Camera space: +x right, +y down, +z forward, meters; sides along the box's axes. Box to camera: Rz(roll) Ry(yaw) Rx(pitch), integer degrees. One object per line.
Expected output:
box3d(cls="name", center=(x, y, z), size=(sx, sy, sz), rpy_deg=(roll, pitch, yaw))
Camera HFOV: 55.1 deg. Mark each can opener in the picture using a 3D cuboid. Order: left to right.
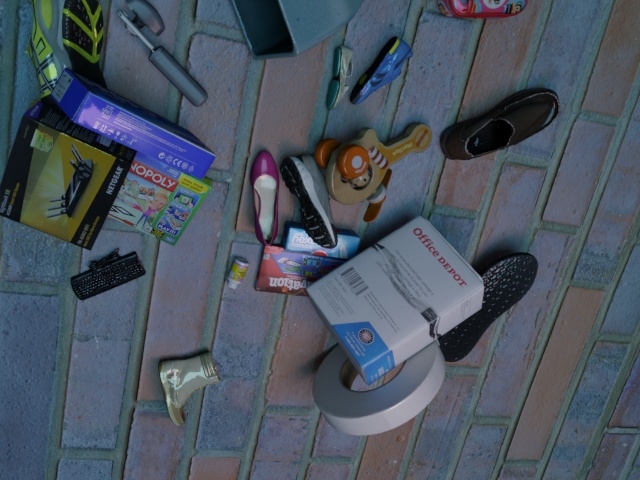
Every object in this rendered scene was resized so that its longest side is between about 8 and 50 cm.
box3d(cls="can opener", center=(-0.365, -0.453, 1.470), size=(0.095, 0.076, 0.283), rpy_deg=(-43, 115, 4))

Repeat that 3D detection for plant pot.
box3d(cls="plant pot", center=(-0.048, -0.586, 1.425), size=(0.252, 0.247, 0.247), rpy_deg=(-30, 115, -21))

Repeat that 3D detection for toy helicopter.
box3d(cls="toy helicopter", center=(0.169, -0.206, 1.663), size=(0.355, 0.140, 0.234), rpy_deg=(-31, 120, -22))

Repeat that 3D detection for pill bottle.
box3d(cls="pill bottle", center=(-0.234, 0.092, 1.721), size=(0.043, 0.043, 0.083), rpy_deg=(19, 104, -20))

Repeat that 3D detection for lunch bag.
box3d(cls="lunch bag", center=(0.401, -0.718, 1.559), size=(0.258, 0.120, 0.293), rpy_deg=(-4, 109, -9))

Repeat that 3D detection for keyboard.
box3d(cls="keyboard", center=(-0.574, 0.091, 1.635), size=(0.192, 0.038, 0.100), rpy_deg=(-24, 114, -6))

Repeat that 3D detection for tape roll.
box3d(cls="tape roll", center=(0.163, 0.378, 1.745), size=(0.392, 0.392, 0.072), rpy_deg=(-30, 114, -2))

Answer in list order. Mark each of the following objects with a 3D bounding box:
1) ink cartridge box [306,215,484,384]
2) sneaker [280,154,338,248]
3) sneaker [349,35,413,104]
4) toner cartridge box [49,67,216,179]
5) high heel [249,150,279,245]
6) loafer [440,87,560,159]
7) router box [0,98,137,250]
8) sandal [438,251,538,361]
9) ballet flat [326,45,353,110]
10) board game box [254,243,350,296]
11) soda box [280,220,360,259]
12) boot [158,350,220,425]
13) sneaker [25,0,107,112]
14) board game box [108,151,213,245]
box3d(cls="ink cartridge box", center=(0.208, 0.160, 1.696), size=(0.395, 0.285, 0.166), rpy_deg=(-32, 149, -8))
box3d(cls="sneaker", center=(-0.006, -0.107, 1.650), size=(0.108, 0.100, 0.271), rpy_deg=(-25, 97, -36))
box3d(cls="sneaker", center=(0.164, -0.433, 1.621), size=(0.082, 0.069, 0.209), rpy_deg=(35, 98, -27))
box3d(cls="toner cartridge box", center=(-0.419, -0.261, 1.405), size=(0.348, 0.165, 0.075), rpy_deg=(24, 104, -48))
box3d(cls="high heel", center=(-0.145, -0.110, 1.630), size=(0.082, 0.117, 0.244), rpy_deg=(3, 109, -16))
box3d(cls="loafer", center=(0.527, -0.311, 1.727), size=(0.366, 0.130, 0.133), rpy_deg=(-27, 114, -4))
box3d(cls="router box", center=(-0.599, -0.142, 1.436), size=(0.243, 0.081, 0.309), rpy_deg=(24, 127, -19))
box3d(cls="sandal", center=(0.494, 0.192, 1.932), size=(0.168, 0.107, 0.445), rpy_deg=(27, 114, -23))
box3d(cls="ballet flat", center=(0.056, -0.421, 1.605), size=(0.052, 0.057, 0.168), rpy_deg=(1, 110, -26))
box3d(cls="board game box", center=(-0.041, 0.094, 1.783), size=(0.282, 0.027, 0.145), rpy_deg=(8, 109, -17))
box3d(cls="soda box", center=(0.000, 0.000, 1.737), size=(0.210, 0.067, 0.071), rpy_deg=(8, 107, -17))
box3d(cls="boot", center=(-0.373, 0.433, 1.794), size=(0.165, 0.077, 0.213), rpy_deg=(-12, 109, -12))
box3d(cls="sneaker", center=(-0.593, -0.392, 1.419), size=(0.147, 0.145, 0.384), rpy_deg=(23, 116, 18))
box3d(cls="board game box", center=(-0.463, -0.137, 1.545), size=(0.317, 0.046, 0.213), rpy_deg=(26, 119, -22))
